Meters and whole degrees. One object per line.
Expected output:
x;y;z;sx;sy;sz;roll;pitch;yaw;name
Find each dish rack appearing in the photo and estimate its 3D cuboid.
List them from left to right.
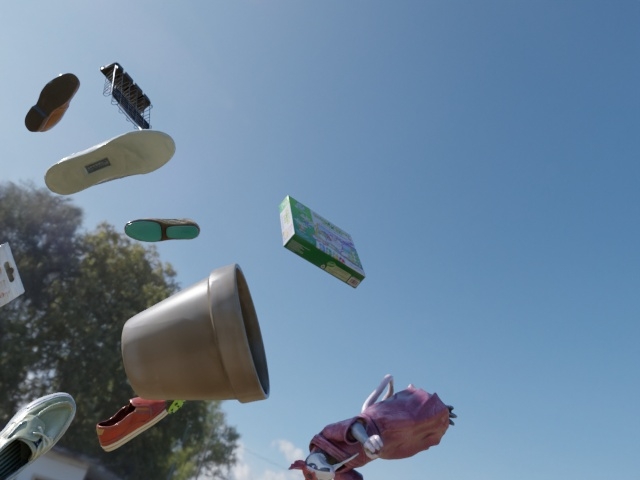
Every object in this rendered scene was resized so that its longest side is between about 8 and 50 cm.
-0.668;-0.483;1.754;0.074;0.271;0.208;-29;-46;9;dish rack

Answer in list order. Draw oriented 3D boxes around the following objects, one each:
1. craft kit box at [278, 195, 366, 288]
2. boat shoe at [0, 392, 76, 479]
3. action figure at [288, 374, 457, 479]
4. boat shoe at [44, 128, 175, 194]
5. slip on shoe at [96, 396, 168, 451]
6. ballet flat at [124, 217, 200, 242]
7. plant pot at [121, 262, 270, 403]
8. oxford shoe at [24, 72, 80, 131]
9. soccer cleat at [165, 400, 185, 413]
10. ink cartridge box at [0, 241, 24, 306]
0.000;0.000;1.457;0.250;0.246;0.061;31;-72;-23;craft kit box
-0.601;0.418;1.022;0.094;0.302;0.109;-11;-73;24;boat shoe
0.091;0.402;1.068;0.370;0.276;0.248;-9;-60;-28;action figure
-0.379;-0.149;0.917;0.081;0.227;0.079;36;-36;58;boat shoe
-0.620;0.589;1.770;0.123;0.331;0.101;-1;-64;57;slip on shoe
-0.451;-0.034;1.455;0.206;0.067;0.073;4;-68;-18;ballet flat
-0.289;0.243;1.187;0.280;0.323;0.323;-15;-35;-2;plant pot
-0.741;-0.388;1.429;0.212;0.076;0.076;-38;-94;17;oxford shoe
-0.432;0.442;1.494;0.072;0.060;0.179;43;-47;27;soccer cleat
-0.768;0.099;1.128;0.045;0.179;0.145;12;-58;20;ink cartridge box
